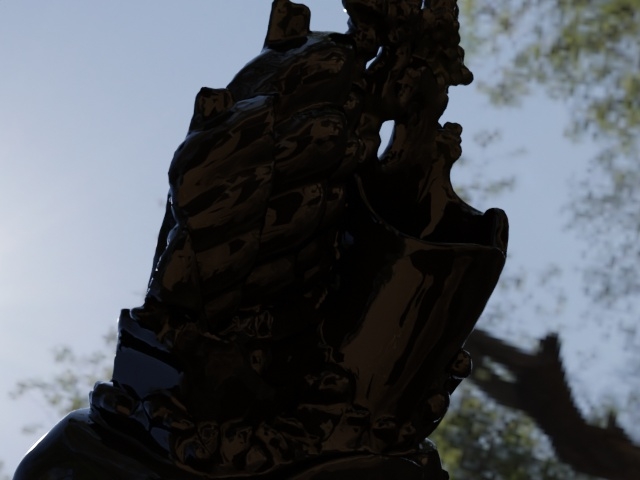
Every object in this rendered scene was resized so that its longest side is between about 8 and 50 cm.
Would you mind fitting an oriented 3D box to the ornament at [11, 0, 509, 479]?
[{"bbox_3d":[0.000,0.000,0.663,0.251,0.106,0.260,-1,-74,-56],"label":"ornament"}]
